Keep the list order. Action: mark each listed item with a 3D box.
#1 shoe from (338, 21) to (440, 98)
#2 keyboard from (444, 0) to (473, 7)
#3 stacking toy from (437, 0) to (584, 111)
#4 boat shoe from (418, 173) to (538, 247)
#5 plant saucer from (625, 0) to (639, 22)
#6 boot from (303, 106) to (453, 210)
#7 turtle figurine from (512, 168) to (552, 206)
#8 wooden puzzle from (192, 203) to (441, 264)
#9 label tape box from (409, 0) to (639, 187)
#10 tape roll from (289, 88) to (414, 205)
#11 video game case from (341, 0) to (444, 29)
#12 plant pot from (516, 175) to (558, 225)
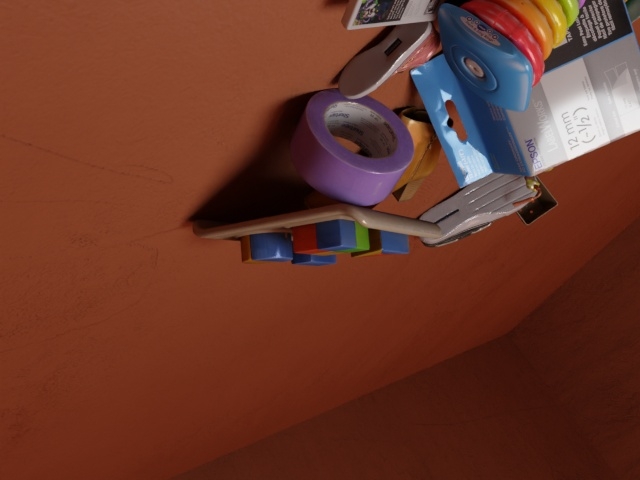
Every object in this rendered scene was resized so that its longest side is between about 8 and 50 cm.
[{"bbox_3d":[0.113,-0.283,1.151,0.178,0.063,0.081,-40,158,16],"label":"shoe"},{"bbox_3d":[0.268,-0.430,1.075,0.317,0.033,0.201,-27,157,-2],"label":"keyboard"},{"bbox_3d":[0.332,-0.360,1.079,0.302,0.175,0.166,-45,159,-4],"label":"stacking toy"},{"bbox_3d":[0.399,-0.085,1.880,0.335,0.121,0.119,-23,165,1],"label":"boat shoe"},{"bbox_3d":[0.639,-0.481,1.420,0.195,0.037,0.195,-40,-177,2],"label":"plant saucer"},{"bbox_3d":[0.113,-0.154,1.385,0.295,0.104,0.211,-15,141,-35],"label":"boot"},{"bbox_3d":[0.547,-0.215,1.739,0.217,0.087,0.269,-52,173,-44],"label":"turtle figurine"},{"bbox_3d":[0.000,0.000,1.292,0.348,0.080,0.322,-4,175,32],"label":"wooden puzzle"},{"bbox_3d":[0.364,-0.251,1.237,0.348,0.249,0.115,-25,-161,7],"label":"label tape box"},{"bbox_3d":[0.050,-0.152,1.163,0.189,0.189,0.080,-16,150,-36],"label":"tape roll"},{"bbox_3d":[0.128,-0.374,0.971,0.173,0.022,0.190,-18,150,-34],"label":"video game case"},{"bbox_3d":[0.607,-0.109,2.102,0.109,0.109,0.096,-35,169,1],"label":"plant pot"}]
